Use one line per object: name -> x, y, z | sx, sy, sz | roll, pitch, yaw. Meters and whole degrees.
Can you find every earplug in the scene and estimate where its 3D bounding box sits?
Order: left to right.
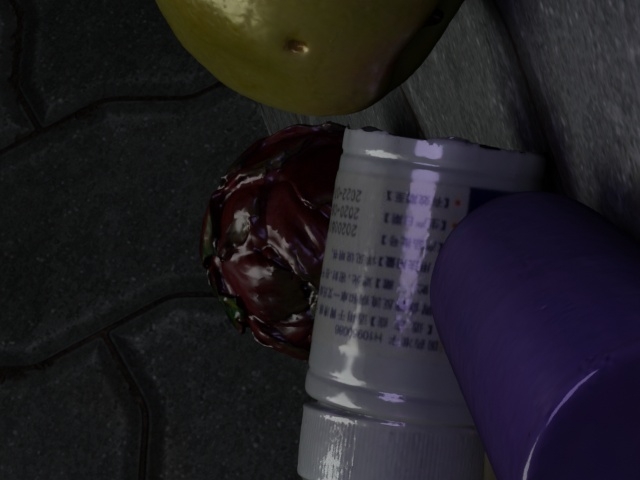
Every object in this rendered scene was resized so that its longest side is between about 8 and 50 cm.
earplug -> 0.196, 0.087, 1.309 | 0.456, 0.215, 0.215 | -115, 9, -69

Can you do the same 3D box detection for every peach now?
peach -> -0.009, -0.275, 1.580 | 0.315, 0.314, 0.281 | 26, 170, 21

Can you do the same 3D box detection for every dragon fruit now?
dragon fruit -> -0.003, 0.000, 2.253 | 0.329, 0.329, 0.329 | 162, 90, -84

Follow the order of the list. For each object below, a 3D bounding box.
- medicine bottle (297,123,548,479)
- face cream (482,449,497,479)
medicine bottle -> 0.090, 0.069, 1.617 | 0.190, 0.190, 0.332 | -151, 70, -81
face cream -> 0.176, 0.200, 1.386 | 0.341, 0.137, 0.084 | -63, -4, -66
